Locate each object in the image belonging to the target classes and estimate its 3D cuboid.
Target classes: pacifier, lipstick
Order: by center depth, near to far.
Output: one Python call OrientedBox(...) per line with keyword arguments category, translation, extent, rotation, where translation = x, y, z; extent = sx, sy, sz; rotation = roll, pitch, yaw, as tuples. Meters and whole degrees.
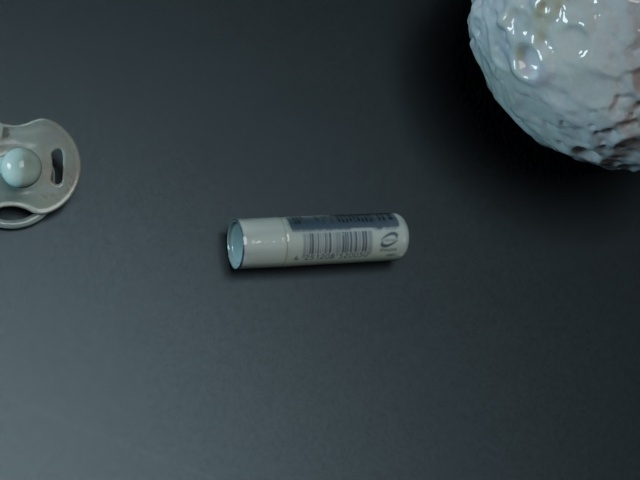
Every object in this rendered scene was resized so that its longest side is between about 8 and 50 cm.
OrientedBox(category="pacifier", translation=(-0.217, -0.048, 1.003), extent=(0.099, 0.078, 0.081), rotation=(-1, 94, -22))
OrientedBox(category="lipstick", translation=(0.000, 0.000, 1.090), extent=(0.141, 0.040, 0.040), rotation=(-3, 73, -22))

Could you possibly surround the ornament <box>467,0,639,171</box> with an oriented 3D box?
OrientedBox(category="ornament", translation=(0.238, -0.178, 1.131), extent=(0.259, 0.259, 0.225), rotation=(45, 104, -2))
